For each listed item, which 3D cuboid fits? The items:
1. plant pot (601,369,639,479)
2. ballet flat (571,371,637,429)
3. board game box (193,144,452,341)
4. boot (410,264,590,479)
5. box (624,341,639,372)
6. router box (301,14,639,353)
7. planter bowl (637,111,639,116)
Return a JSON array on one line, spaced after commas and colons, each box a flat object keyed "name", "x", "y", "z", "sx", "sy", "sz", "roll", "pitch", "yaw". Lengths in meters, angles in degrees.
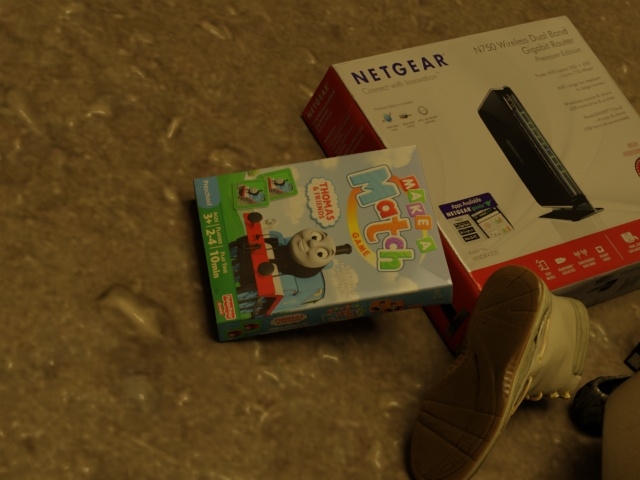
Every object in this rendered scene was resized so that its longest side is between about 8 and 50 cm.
[{"name": "plant pot", "x": 0.350, "y": 0.201, "z": 1.539, "sx": 0.191, "sy": 0.284, "sz": 0.284, "roll": 0, "pitch": 47, "yaw": 15}, {"name": "ballet flat", "x": 0.317, "y": 0.149, "z": 1.679, "sx": 0.173, "sy": 0.049, "sz": 0.057, "roll": -11, "pitch": 62, "yaw": -34}, {"name": "board game box", "x": 0.000, "y": 0.000, "z": 1.577, "sx": 0.212, "sy": 0.039, "sz": 0.160, "roll": -9, "pitch": 57, "yaw": -5}, {"name": "boot", "x": 0.170, "y": 0.136, "z": 1.578, "sx": 0.077, "sy": 0.213, "sz": 0.165, "roll": 24, "pitch": -1, "yaw": 30}, {"name": "box", "x": 0.341, "y": 0.087, "z": 1.717, "sx": 0.018, "sy": 0.083, "sz": 0.067, "roll": 42, "pitch": 46, "yaw": 8}, {"name": "router box", "x": 0.195, "y": -0.068, "z": 1.759, "sx": 0.335, "sy": 0.082, "sz": 0.301, "roll": -17, "pitch": 65, "yaw": -36}, {"name": "planter bowl", "x": 0.439, "y": -0.085, "z": 1.899, "sx": 0.217, "sy": 0.090, "sz": 0.217, "roll": 15, "pitch": 50, "yaw": -19}]
